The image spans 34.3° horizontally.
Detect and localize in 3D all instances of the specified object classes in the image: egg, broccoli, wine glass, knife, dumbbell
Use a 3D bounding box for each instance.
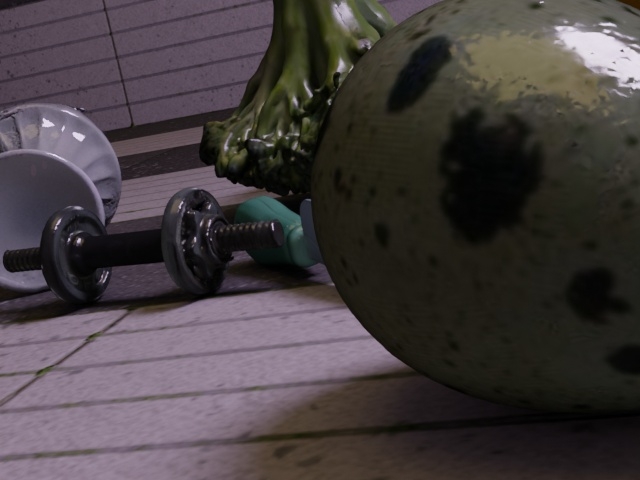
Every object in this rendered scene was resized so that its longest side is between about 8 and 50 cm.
[{"bbox_3d":[0.097,-0.014,0.433,0.177,0.177,0.228,-19,28,-31],"label":"egg"},{"bbox_3d":[0.019,-0.162,1.041,0.288,0.245,0.248,-9,2,-13],"label":"broccoli"},{"bbox_3d":[-0.271,-0.042,0.981,0.165,0.165,0.196,-13,16,-6],"label":"wine glass"},{"bbox_3d":[-0.001,-0.002,0.738,0.034,0.063,0.260,-22,15,-23],"label":"knife"},{"bbox_3d":[-0.143,0.006,0.799,0.254,0.082,0.081,-5,13,25],"label":"dumbbell"}]

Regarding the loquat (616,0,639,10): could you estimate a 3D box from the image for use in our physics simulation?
[{"bbox_3d":[0.321,-0.213,0.746,0.328,0.359,0.328,-13,23,6],"label":"loquat"}]
